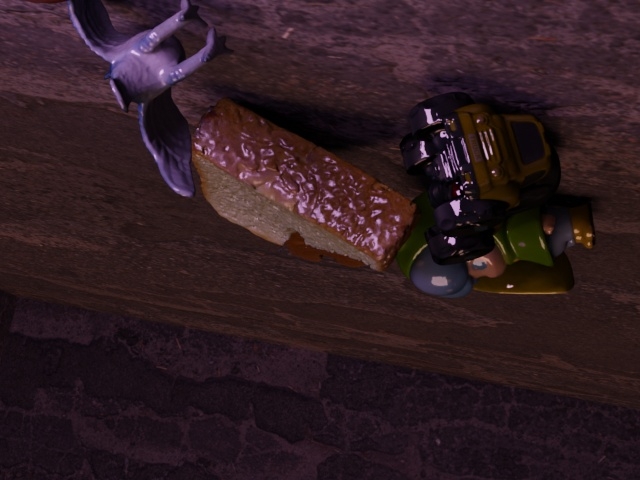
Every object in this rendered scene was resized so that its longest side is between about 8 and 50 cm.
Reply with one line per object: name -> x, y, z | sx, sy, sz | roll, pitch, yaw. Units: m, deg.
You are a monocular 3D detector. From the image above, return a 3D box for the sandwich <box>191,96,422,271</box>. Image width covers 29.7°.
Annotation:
sandwich -> -0.016, -0.049, 1.466 | 0.288, 0.099, 0.254 | 29, 166, 12

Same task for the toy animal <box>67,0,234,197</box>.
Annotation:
toy animal -> -0.171, -0.159, 1.171 | 0.176, 0.239, 0.255 | -27, -168, 29

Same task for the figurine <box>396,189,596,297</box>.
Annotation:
figurine -> 0.215, -0.005, 1.534 | 0.263, 0.143, 0.162 | -8, 170, 13

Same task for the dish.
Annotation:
dish -> 0.268, 0.023, 1.664 | 0.149, 0.080, 0.208 | -6, -170, -32

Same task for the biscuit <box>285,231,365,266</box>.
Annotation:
biscuit -> -0.004, 0.000, 1.986 | 0.144, 0.040, 0.236 | 3, 164, 12

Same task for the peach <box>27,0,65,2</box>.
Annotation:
peach -> -0.195, -0.251, 0.867 | 0.152, 0.152, 0.152 | 12, 168, 3

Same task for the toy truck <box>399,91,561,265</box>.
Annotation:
toy truck -> 0.182, -0.074, 1.270 | 0.165, 0.147, 0.224 | -14, 167, -2
